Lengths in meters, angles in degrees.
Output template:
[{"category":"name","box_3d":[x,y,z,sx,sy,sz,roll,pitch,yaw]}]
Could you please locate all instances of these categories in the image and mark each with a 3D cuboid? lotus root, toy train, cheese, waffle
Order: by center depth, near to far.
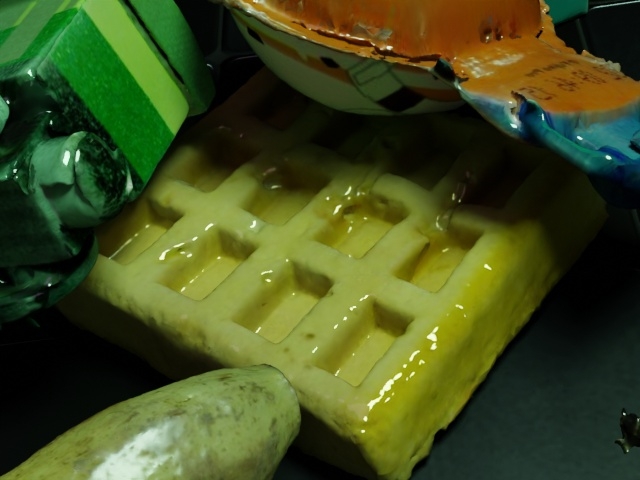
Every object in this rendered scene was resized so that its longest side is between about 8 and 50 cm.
[{"category":"lotus root","box_3d":[-0.117,0.139,0.558,0.258,0.110,0.097,-38,90,-29]},{"category":"cheese","box_3d":[0.061,-0.122,0.693,0.217,0.129,0.329,-21,47,-41]},{"category":"waffle","box_3d":[0.000,0.000,0.712,0.248,0.055,0.221,23,53,31]},{"category":"toy train","box_3d":[-0.215,-0.047,0.722,0.301,0.120,0.202,-9,39,32]}]

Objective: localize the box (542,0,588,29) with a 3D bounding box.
[{"category":"box","box_3d":[0.099,-0.266,0.831,0.092,0.245,0.153,-22,45,-15]}]

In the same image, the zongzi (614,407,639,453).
[{"category":"zongzi","box_3d":[0.257,0.013,0.600,0.242,0.112,0.221,-2,45,12]}]
